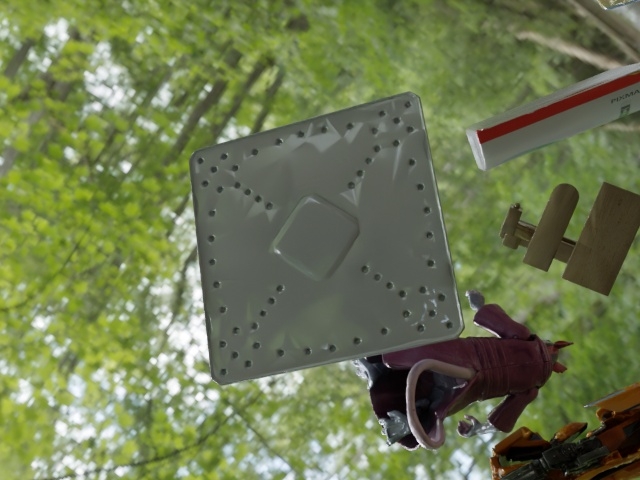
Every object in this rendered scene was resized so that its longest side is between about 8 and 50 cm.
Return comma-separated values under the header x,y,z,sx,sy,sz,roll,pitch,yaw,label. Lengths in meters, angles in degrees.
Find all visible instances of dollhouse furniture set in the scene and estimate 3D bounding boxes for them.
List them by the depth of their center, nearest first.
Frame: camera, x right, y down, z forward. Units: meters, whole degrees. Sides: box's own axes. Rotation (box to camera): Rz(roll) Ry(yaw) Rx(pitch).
x,y,z,sx,sy,sz,roll,pitch,yaw,label
0.309,-0.029,1.154,0.144,0.123,0.151,22,-166,10,dollhouse furniture set

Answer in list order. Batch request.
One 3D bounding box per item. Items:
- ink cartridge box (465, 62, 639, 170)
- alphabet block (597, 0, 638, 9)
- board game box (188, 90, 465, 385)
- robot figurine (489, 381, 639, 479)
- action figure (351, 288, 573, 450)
x,y,z,sx,sy,sz,roll,pitch,yaw,label
0.240,-0.120,0.910,0.224,0.181,0.056,-64,-47,-80,ink cartridge box
0.374,-0.390,0.982,0.197,0.192,0.193,57,153,-17,alphabet block
0.000,0.000,1.427,0.050,0.390,0.389,39,-140,-66,board game box
0.314,0.238,1.065,0.211,0.291,0.085,70,177,-58,robot figurine
0.251,0.192,1.486,0.370,0.276,0.248,-8,-100,-16,action figure
